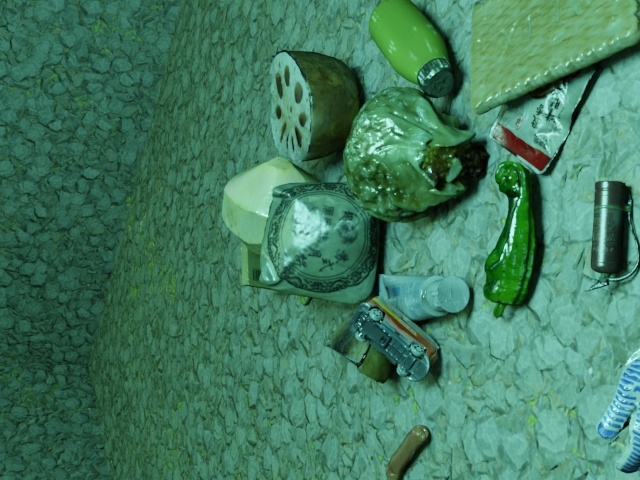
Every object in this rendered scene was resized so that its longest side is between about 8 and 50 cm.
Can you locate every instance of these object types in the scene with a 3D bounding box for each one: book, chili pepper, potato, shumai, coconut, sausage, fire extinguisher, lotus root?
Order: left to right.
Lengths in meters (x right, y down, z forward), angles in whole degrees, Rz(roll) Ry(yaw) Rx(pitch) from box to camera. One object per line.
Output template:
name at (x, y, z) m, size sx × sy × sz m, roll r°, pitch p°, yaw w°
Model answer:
book at (-0.133, 0.010, 2.088) m, size 0.026 × 0.161 × 0.231 m, roll -17°, pitch 69°, yaw 44°
coconut at (-0.098, -0.080, 1.935) m, size 0.259 × 0.259 × 0.259 m, roll -20°, pitch 68°, yaw 60°
lotus root at (-0.006, -0.304, 1.886) m, size 0.272 × 0.192 × 0.272 m, roll 16°, pitch 109°, yaw 58°
potato at (0.108, 0.217, 1.693) m, size 0.120 × 0.100 × 0.261 m, roll -55°, pitch 12°, yaw -4°
sausage at (0.162, 0.406, 1.580) m, size 0.158 × 0.036 × 0.042 m, roll -64°, pitch -1°, yaw 32°
shumai at (0.171, -0.148, 1.498) m, size 0.218 × 0.189 × 0.256 m, roll 13°, pitch 117°, yaw 55°
chili pepper at (0.308, 0.002, 1.343) m, size 0.100 × 0.074 × 0.257 m, roll 11°, pitch 93°, yaw 63°
fire extinguisher at (0.414, -0.004, 1.174) m, size 0.078 × 0.045 × 0.157 m, roll 2°, pitch 85°, yaw 41°

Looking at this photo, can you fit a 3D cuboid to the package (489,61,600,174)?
package at (0.364, -0.237, 1.323) m, size 0.154 × 0.030 × 0.239 m, roll 55°, pitch 131°, yaw 49°

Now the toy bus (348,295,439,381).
toy bus at (0.143, 0.181, 1.551) m, size 0.174 × 0.077 × 0.079 m, roll 39°, pitch 128°, yaw 14°

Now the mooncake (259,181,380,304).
mooncake at (0.000, -0.001, 1.739) m, size 0.136 × 0.250 × 0.255 m, roll 22°, pitch -106°, yaw -84°

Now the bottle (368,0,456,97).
bottle at (0.183, -0.370, 1.608) m, size 0.112 × 0.112 × 0.260 m, roll -64°, pitch 34°, yaw 33°

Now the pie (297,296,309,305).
pie at (-0.039, 0.116, 2.042) m, size 0.085 × 0.017 × 0.085 m, roll -24°, pitch 63°, yaw 60°

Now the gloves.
gloves at (0.426, 0.196, 1.041) m, size 0.097 × 0.119 × 0.229 m, roll -54°, pitch -20°, yaw -68°

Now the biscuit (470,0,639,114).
biscuit at (0.357, -0.336, 1.288) m, size 0.324 × 0.044 × 0.217 m, roll -22°, pitch 59°, yaw 51°

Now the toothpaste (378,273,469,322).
toothpaste at (0.179, 0.111, 1.582) m, size 0.299 × 0.073 × 0.114 m, roll 162°, pitch 103°, yaw -69°
